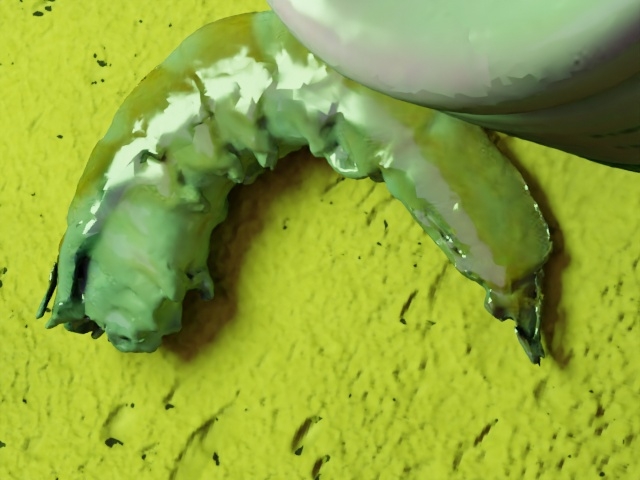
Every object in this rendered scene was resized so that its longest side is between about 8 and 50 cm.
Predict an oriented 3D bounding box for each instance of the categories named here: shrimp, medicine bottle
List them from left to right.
[{"bbox_3d":[-0.013,-0.031,0.963,0.287,0.068,0.185,1,89,22],"label":"shrimp"},{"bbox_3d":[0.132,-0.131,0.716,0.212,0.325,0.212,-3,83,31],"label":"medicine bottle"}]
